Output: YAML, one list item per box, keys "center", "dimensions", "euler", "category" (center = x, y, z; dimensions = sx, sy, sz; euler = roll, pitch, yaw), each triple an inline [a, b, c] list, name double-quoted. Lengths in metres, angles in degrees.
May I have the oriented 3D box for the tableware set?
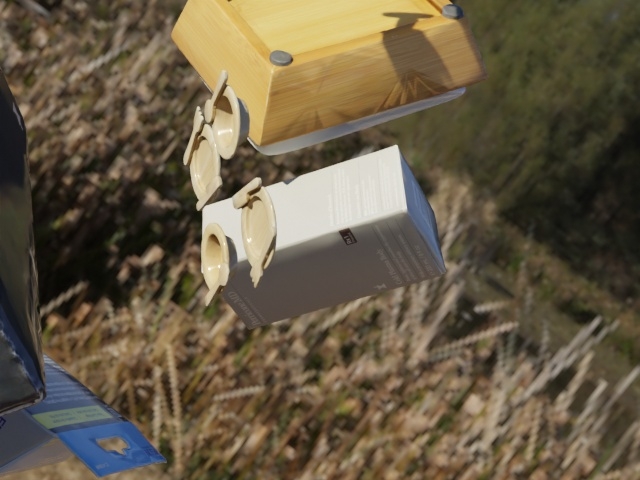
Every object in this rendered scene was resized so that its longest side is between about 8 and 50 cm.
- center: [-0.072, -0.035, 0.961]
  dimensions: [0.020, 0.141, 0.168]
  euler: [-3, 67, -25]
  category: "tableware set"

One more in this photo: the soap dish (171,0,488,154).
- center: [0.009, -0.226, 1.440]
  dimensions: [0.229, 0.291, 0.118]
  euler: [53, -29, 39]
  category: "soap dish"

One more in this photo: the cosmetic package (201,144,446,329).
- center: [0.000, 0.000, 1.392]
  dimensions: [0.127, 0.238, 0.107]
  euler: [53, 23, -45]
  category: "cosmetic package"

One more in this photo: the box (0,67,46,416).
- center: [-0.509, -0.025, 1.074]
  dimensions: [0.480, 0.472, 0.297]
  euler: [-114, -174, -55]
  category: "box"

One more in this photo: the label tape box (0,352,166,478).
- center: [-0.381, 0.206, 1.561]
  dimensions: [0.348, 0.115, 0.249]
  euler: [38, 4, 12]
  category: "label tape box"
